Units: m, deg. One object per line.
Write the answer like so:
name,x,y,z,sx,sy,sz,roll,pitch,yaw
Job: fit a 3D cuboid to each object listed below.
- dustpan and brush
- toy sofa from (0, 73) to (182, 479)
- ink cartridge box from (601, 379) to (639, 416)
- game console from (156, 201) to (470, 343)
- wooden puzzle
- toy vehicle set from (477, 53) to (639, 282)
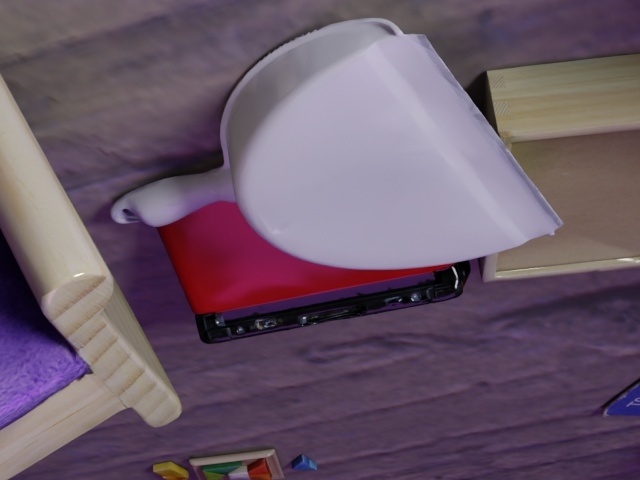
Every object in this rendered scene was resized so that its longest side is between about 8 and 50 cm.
dustpan and brush,-0.014,-0.029,0.684,0.211,0.060,0.147,-22,134,24
toy sofa,-0.254,0.069,0.560,0.363,0.150,0.177,-31,145,-3
ink cartridge box,0.416,0.102,1.029,0.330,0.071,0.324,3,155,-16
game console,0.000,0.000,0.795,0.144,0.085,0.124,-11,-174,11
wooden puzzle,-0.066,0.182,1.168,0.116,0.014,0.078,-11,155,9
toy vehicle set,0.211,-0.040,0.729,0.267,0.035,0.166,-6,155,0
